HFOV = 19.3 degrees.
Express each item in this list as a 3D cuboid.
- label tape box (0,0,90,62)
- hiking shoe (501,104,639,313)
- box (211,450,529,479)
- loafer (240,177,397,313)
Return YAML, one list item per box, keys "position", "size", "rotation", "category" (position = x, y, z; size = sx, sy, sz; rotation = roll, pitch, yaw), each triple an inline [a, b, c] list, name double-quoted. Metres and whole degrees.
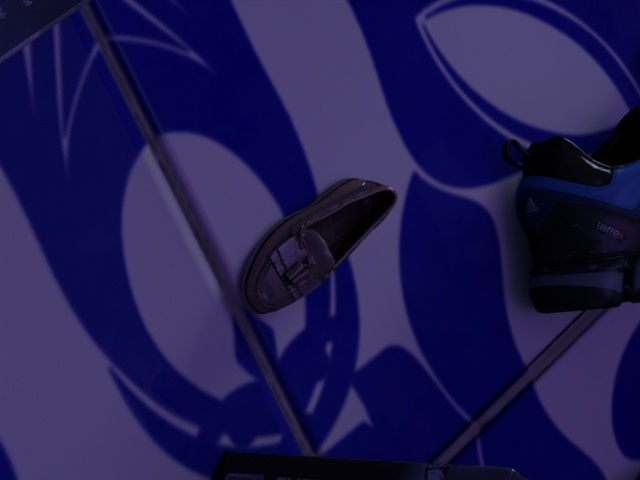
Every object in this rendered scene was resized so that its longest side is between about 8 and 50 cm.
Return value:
- position: [-0.223, -0.208, 0.950]
  size: [0.348, 0.115, 0.249]
  rotation: [-43, 115, -37]
  category: "label tape box"
- position: [0.272, -0.040, 1.361]
  size: [0.304, 0.113, 0.132]
  rotation: [-15, 95, -35]
  category: "hiking shoe"
- position: [0.110, 0.225, 1.130]
  size: [0.307, 0.242, 0.076]
  rotation: [36, 65, -35]
  category: "box"
- position: [0.000, 0.000, 1.179]
  size: [0.125, 0.039, 0.045]
  rotation: [-44, 116, -34]
  category: "loafer"
